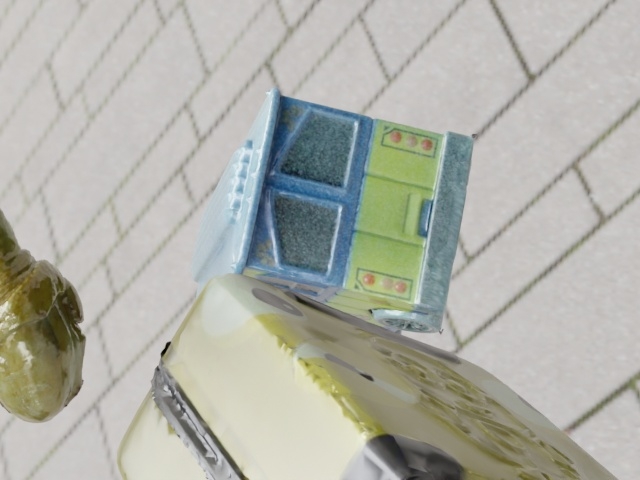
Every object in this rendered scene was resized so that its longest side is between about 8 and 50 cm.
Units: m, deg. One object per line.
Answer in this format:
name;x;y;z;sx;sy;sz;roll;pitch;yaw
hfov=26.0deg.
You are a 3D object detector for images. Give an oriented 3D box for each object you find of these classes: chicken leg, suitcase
chicken leg;-0.256;0.040;1.140;0.088;0.103;0.228;-14;103;34
suitcase;0.027;0.129;0.594;0.143;0.193;0.235;-61;33;8

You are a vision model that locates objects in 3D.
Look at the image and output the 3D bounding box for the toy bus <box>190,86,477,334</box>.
toy bus;0.000;0.000;1.154;0.312;0.190;0.152;134;148;-74
